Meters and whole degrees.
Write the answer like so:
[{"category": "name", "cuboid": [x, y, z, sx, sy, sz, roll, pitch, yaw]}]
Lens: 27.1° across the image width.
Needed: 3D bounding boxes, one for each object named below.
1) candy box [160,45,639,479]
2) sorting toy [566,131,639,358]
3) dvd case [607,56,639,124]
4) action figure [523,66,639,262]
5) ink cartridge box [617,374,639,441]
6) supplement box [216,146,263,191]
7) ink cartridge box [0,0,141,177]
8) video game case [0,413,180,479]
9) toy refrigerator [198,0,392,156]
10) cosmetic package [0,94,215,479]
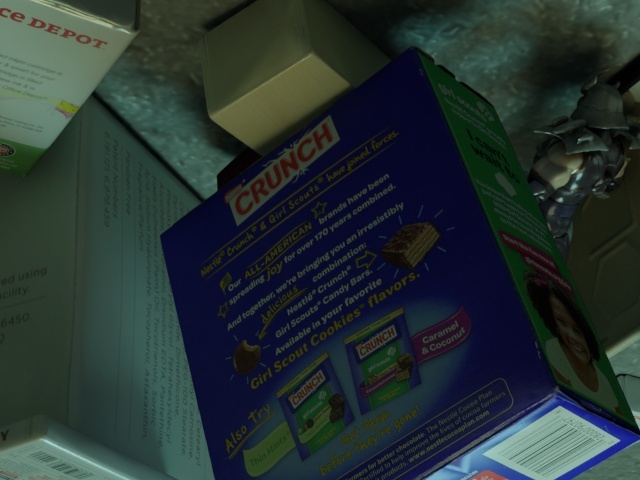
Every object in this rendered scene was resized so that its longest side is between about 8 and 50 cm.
[{"category": "candy box", "cuboid": [0.040, 0.061, 0.959, 0.268, 0.317, 0.122, -35, 140, 22]}, {"category": "sorting toy", "cuboid": [0.249, 0.026, 1.209, 0.038, 0.208, 0.193, 17, 144, -23]}, {"category": "dvd case", "cuboid": [0.388, -0.129, 1.144, 0.253, 0.022, 0.180, 15, 145, -27]}, {"category": "action figure", "cuboid": [0.187, -0.016, 1.127, 0.185, 0.099, 0.285, 1, 118, -43]}, {"category": "ink cartridge box", "cuboid": [0.383, 0.226, 1.708, 0.088, 0.052, 0.122, 15, 143, -27]}, {"category": "supplement box", "cuboid": [0.000, 0.000, 1.180, 0.081, 0.104, 0.188, -39, 118, 18]}, {"category": "ink cartridge box", "cuboid": [-0.246, -0.152, 0.983, 0.154, 0.093, 0.212, 16, 146, -29]}, {"category": "video game case", "cuboid": [-0.215, 0.193, 1.001, 0.183, 0.023, 0.201, -20, 146, 23]}, {"category": "toy refrigerator", "cuboid": [0.026, -0.098, 1.100, 0.102, 0.094, 0.269, -29, 142, 25]}, {"category": "cosmetic package", "cuboid": [-0.251, 0.131, 1.228, 0.329, 0.327, 0.393, -17, 147, 19]}]
